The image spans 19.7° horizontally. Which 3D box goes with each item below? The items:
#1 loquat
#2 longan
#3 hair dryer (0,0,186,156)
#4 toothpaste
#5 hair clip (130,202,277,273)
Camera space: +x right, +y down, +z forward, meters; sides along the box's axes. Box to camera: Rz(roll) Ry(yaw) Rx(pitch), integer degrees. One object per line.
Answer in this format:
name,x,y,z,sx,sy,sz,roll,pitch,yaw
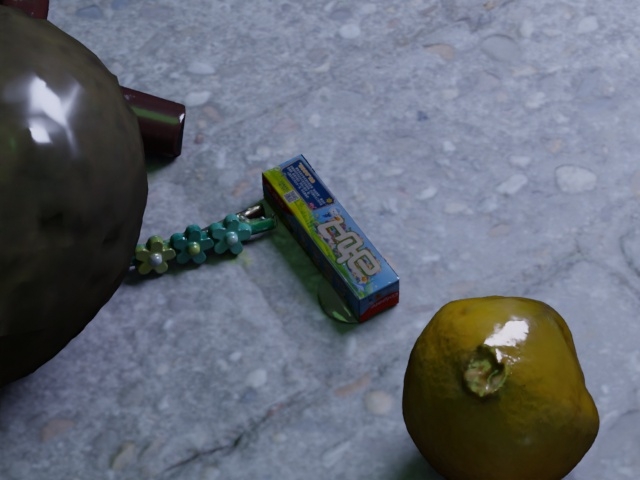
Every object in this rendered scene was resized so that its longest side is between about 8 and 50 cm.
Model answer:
loquat,0.164,0.144,1.675,0.176,0.234,0.187,-4,81,12
longan,-0.353,-0.040,1.741,0.391,0.391,0.391,-1,53,1
hair dryer,-0.290,-0.228,2.050,0.313,0.123,0.340,10,43,-4
toothpaste,0.000,0.000,1.885,0.070,0.044,0.193,-27,57,-17
hair clip,-0.127,-0.001,1.890,0.173,0.049,0.049,-19,55,-13
